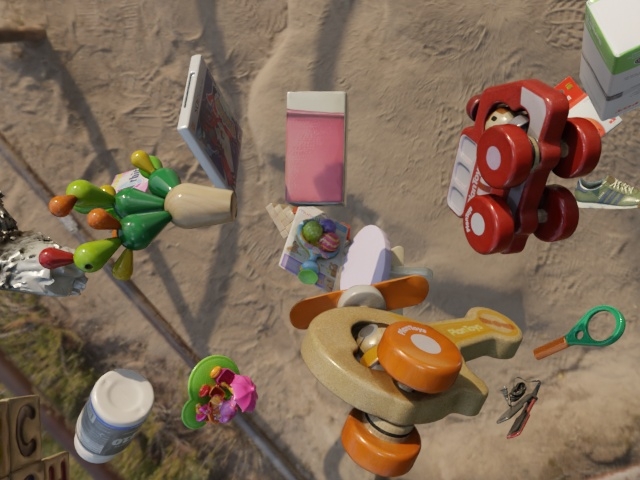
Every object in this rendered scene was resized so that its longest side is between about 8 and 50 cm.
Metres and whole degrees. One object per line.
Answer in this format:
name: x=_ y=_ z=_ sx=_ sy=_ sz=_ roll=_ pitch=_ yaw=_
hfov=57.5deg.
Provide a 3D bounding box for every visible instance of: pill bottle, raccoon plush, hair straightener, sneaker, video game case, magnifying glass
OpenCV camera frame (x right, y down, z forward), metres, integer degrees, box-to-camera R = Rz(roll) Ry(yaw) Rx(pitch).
pill bottle: x=-0.275 y=0.235 z=0.767 sx=0.078 sy=0.078 sz=0.137 roll=37 pitch=128 yaw=0
raccoon plush: x=-0.469 y=-0.085 z=0.806 sx=0.447 sy=0.216 sz=0.299 roll=6 pitch=79 yaw=11
hair straightener: x=0.481 y=0.383 z=1.413 sx=0.089 sy=0.230 sz=0.047 roll=55 pitch=132 yaw=9
sneaker: x=0.770 y=-0.132 z=1.540 sx=0.192 sy=0.064 sz=0.086 roll=1 pitch=116 yaw=36
video game case: x=-0.193 y=-0.200 z=1.059 sx=0.023 sy=0.183 sz=0.201 roll=-8 pitch=145 yaw=13
magnifying glass: x=0.598 y=0.225 z=1.360 sx=0.026 sy=0.092 sz=0.231 roll=25 pitch=136 yaw=-29

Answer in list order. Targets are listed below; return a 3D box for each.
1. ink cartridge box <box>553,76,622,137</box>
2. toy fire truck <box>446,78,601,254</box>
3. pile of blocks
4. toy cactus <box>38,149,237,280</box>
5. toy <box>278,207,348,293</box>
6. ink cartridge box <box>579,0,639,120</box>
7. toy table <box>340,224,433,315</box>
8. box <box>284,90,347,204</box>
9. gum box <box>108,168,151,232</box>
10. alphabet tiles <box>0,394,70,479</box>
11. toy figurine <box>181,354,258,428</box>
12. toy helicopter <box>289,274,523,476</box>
ink cartridge box: x=0.662 y=-0.330 z=1.502 sx=0.145 sy=0.045 sz=0.179 roll=-37 pitch=85 yaw=-12
toy fire truck: x=0.312 y=-0.132 z=1.005 sx=0.170 sy=0.254 sz=0.302 roll=-10 pitch=126 yaw=-18
pile of blocks: x=0.006 y=-0.043 z=1.683 sx=0.113 sy=0.149 sz=0.362 roll=-37 pitch=141 yaw=21
toy cactus: x=-0.182 y=-0.027 z=0.631 sx=0.181 sy=0.219 sz=0.112 roll=1 pitch=113 yaw=5
toy: x=0.000 y=0.000 z=1.309 sx=0.137 sy=0.237 sz=0.056 roll=30 pitch=133 yaw=-12
ink cartridge box: x=0.558 y=-0.334 z=0.981 sx=0.198 sy=0.273 sz=0.114 roll=-23 pitch=73 yaw=15
toy table: x=0.171 y=0.108 z=1.650 sx=0.161 sy=0.274 sz=0.252 roll=28 pitch=155 yaw=-32
box: x=-0.005 y=-0.190 z=1.257 sx=0.127 sy=0.148 sz=0.232 roll=1 pitch=90 yaw=4
gum box: x=-0.431 y=-0.098 z=1.348 sx=0.107 sy=0.188 sz=0.062 roll=-16 pitch=123 yaw=6
alphabet tiles: x=-0.226 y=0.286 z=0.403 sx=0.011 sy=0.285 sz=0.342 roll=-8 pitch=79 yaw=-3
toy figurine: x=-0.206 y=0.340 z=1.252 sx=0.130 sy=0.173 sz=0.159 roll=45 pitch=155 yaw=-26
toy helicopter: x=0.122 y=0.123 z=0.724 sx=0.235 sy=0.355 sz=0.140 roll=38 pitch=118 yaw=40
